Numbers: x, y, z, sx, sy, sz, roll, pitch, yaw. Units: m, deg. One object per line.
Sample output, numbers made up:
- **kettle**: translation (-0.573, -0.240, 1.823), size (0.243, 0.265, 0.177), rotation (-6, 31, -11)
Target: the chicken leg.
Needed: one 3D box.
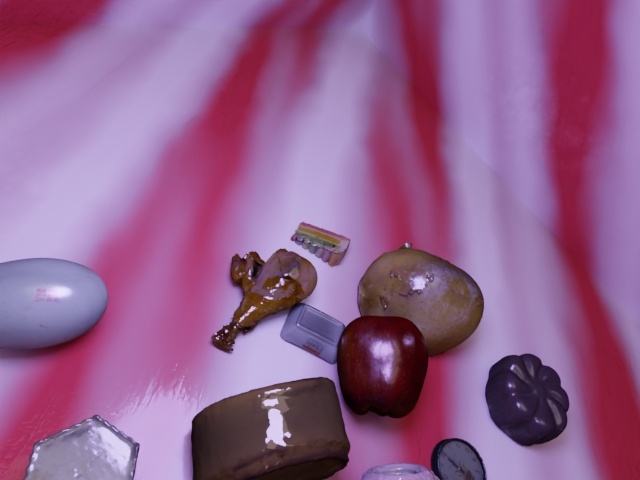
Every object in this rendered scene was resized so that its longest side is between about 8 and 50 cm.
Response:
- **chicken leg**: translation (-0.218, 0.171, 1.416), size (0.295, 0.182, 0.409), rotation (35, 63, 16)

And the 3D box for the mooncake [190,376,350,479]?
- **mooncake**: translation (-0.128, 0.516, 1.116), size (0.394, 0.393, 0.246), rotation (-23, 58, 7)

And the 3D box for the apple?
- **apple**: translation (0.189, 0.380, 1.346), size (0.288, 0.288, 0.317), rotation (19, 58, -11)

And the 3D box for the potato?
- **potato**: translation (0.392, 0.185, 1.572), size (0.442, 0.319, 0.385), rotation (18, 50, -16)

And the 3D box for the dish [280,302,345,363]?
- **dish**: translation (-0.011, 0.295, 1.445), size (0.212, 0.077, 0.151), rotation (28, 47, -3)

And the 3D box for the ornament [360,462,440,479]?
- **ornament**: translation (0.212, 0.709, 1.112), size (0.259, 0.259, 0.225), rotation (5, 71, -23)

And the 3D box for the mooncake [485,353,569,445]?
- **mooncake**: translation (0.739, 0.560, 1.549), size (0.306, 0.154, 0.306), rotation (13, 48, -14)

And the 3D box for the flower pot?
- **flower pot**: translation (-0.516, 0.524, 0.945), size (0.209, 0.190, 0.239), rotation (11, 50, -19)

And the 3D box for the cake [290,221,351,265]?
- **cake**: translation (-0.001, 0.015, 1.697), size (0.225, 0.090, 0.109), rotation (21, 48, 16)

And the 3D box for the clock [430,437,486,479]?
- **clock**: translation (0.434, 0.714, 1.353), size (0.184, 0.040, 0.184), rotation (13, 50, -16)

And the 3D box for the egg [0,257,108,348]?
- **egg**: translation (-0.743, 0.160, 1.097), size (0.370, 0.230, 0.230), rotation (-3, 56, -21)
